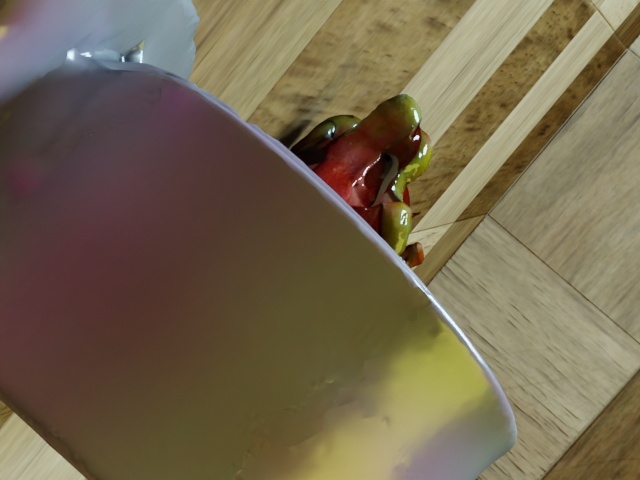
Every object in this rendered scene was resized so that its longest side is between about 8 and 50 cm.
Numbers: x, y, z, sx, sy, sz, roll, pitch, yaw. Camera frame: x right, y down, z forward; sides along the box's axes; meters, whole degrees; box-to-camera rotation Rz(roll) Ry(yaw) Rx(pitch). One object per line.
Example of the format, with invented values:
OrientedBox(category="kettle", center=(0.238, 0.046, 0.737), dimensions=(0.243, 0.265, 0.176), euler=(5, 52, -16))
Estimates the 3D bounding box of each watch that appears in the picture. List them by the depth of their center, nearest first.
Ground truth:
OrientedBox(category="watch", center=(-0.041, 0.013, 0.497), dimensions=(0.211, 0.217, 0.248), euler=(-47, 172, -13))

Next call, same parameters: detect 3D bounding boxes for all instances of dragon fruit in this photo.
OrientedBox(category="dragon fruit", center=(0.000, 0.000, 0.992), dimensions=(0.207, 0.150, 0.133), euler=(-55, -159, -1))
